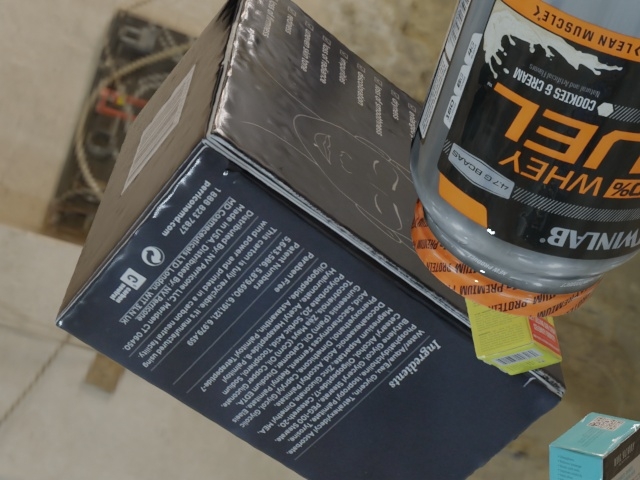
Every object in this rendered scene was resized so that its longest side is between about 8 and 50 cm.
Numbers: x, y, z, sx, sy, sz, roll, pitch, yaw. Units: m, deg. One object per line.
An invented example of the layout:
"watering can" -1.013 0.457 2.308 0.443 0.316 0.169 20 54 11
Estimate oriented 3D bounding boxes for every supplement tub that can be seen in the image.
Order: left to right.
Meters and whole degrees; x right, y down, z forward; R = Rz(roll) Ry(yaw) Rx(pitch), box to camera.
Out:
"supplement tub" 0.177 -0.110 0.808 0.193 0.193 0.316 -90 12 -52

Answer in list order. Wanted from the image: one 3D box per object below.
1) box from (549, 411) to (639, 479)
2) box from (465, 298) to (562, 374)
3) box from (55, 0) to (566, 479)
"box" 0.282 0.309 1.177 0.060 0.100 0.244 8 107 37
"box" 0.168 0.005 1.100 0.058 0.087 0.232 -19 63 25
"box" 0.000 0.000 1.378 0.297 0.472 0.480 -48 19 25
